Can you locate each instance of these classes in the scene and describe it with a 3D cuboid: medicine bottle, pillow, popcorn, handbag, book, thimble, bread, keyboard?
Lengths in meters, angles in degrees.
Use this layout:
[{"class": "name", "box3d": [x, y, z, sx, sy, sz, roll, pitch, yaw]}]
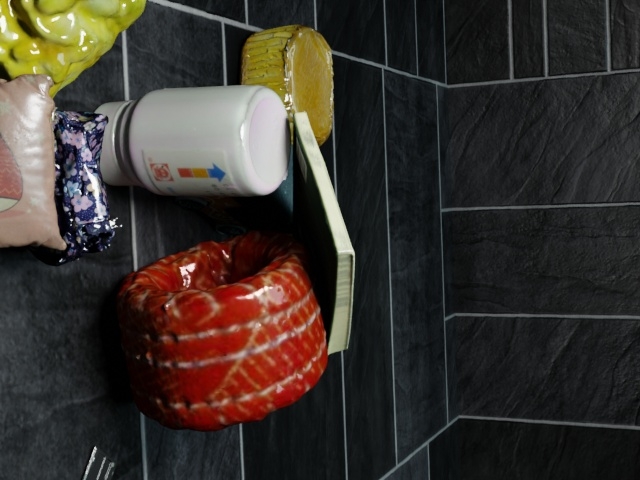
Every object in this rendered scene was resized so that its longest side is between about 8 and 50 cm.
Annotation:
[{"class": "medicine bottle", "box3d": [-0.205, -0.152, 1.489, 0.170, 0.293, 0.170, 1, 90, -66]}, {"class": "pillow", "box3d": [-0.426, -0.087, 1.144, 0.084, 0.236, 0.223, -159, -112, -70]}, {"class": "popcorn", "box3d": [-0.375, -0.317, 1.206, 0.250, 0.235, 0.241, 53, 56, -36]}, {"class": "handbag", "box3d": [-0.352, -0.070, 1.295, 0.127, 0.229, 0.207, -4, 93, -31]}, {"class": "book", "box3d": [0.000, 0.000, 1.559, 0.371, 0.043, 0.260, 93, -18, -61]}, {"class": "thimble", "box3d": [-0.158, 0.138, 1.544, 0.350, 0.350, 0.230, -40, 122, -60]}, {"class": "bread", "box3d": [-0.068, -0.311, 1.985, 0.227, 0.143, 0.253, 8, 84, -67]}, {"class": "keyboard", "box3d": [-0.361, 0.420, 1.462, 0.067, 0.011, 0.202, 57, 40, -47]}]

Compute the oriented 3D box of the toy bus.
[{"class": "toy bus", "box3d": [-0.127, -0.106, 1.779, 0.323, 0.194, 0.161, 38, 54, -59]}]
